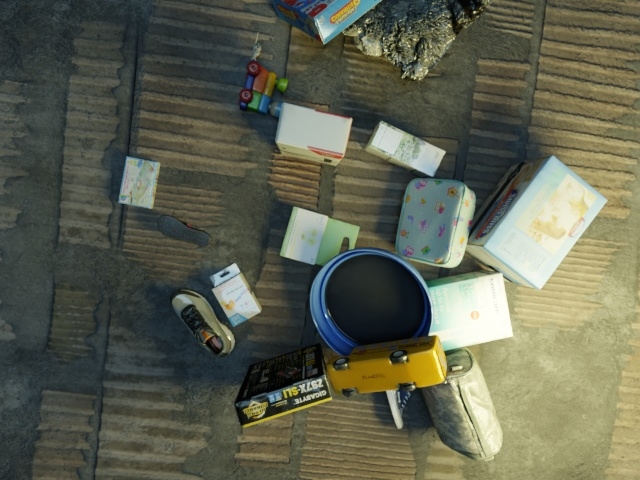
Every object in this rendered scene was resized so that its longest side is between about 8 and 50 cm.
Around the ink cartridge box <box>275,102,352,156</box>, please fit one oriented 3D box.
[{"bbox_3d":[-0.025,-0.312,1.231,0.197,0.273,0.114,12,95,-3],"label":"ink cartridge box"}]

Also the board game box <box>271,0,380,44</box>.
[{"bbox_3d":[0.042,-0.761,1.219,0.308,0.086,0.302,-39,51,-1],"label":"board game box"}]

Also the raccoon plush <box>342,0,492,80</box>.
[{"bbox_3d":[0.271,-0.696,1.185,0.299,0.446,0.216,29,47,-17],"label":"raccoon plush"}]

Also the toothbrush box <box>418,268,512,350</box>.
[{"bbox_3d":[0.456,0.232,1.350,0.296,0.126,0.216,-10,93,-4],"label":"toothbrush box"}]

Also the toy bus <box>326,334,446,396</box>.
[{"bbox_3d":[0.191,0.371,1.202,0.333,0.130,0.108,-15,99,23],"label":"toy bus"}]

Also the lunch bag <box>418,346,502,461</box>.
[{"bbox_3d":[0.442,0.501,1.293,0.213,0.256,0.304,-21,93,-2],"label":"lunch bag"}]

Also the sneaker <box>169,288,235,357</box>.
[{"bbox_3d":[-0.385,0.268,1.316,0.100,0.108,0.271,-42,92,1],"label":"sneaker"}]

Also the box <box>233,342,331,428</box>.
[{"bbox_3d":[-0.106,0.424,1.229,0.257,0.322,0.079,-16,92,-3],"label":"box"}]

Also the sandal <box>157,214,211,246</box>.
[{"bbox_3d":[-0.451,-0.029,1.339,0.179,0.040,0.067,25,96,-18],"label":"sandal"}]

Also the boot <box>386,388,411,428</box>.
[{"bbox_3d":[0.274,0.539,1.378,0.086,0.069,0.189,-16,91,1],"label":"boot"}]

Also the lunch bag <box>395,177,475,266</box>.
[{"bbox_3d":[0.360,-0.063,1.298,0.108,0.224,0.278,13,89,-46],"label":"lunch bag"}]

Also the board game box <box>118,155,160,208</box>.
[{"bbox_3d":[-0.593,-0.189,1.327,0.104,0.026,0.154,11,92,-3],"label":"board game box"}]

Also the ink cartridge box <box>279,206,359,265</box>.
[{"bbox_3d":[0.000,0.000,1.353,0.235,0.056,0.171,16,91,-1],"label":"ink cartridge box"}]

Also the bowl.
[{"bbox_3d":[0.159,0.207,1.286,0.392,0.077,0.390,5,105,20],"label":"bowl"}]

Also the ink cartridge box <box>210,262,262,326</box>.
[{"bbox_3d":[-0.285,0.178,1.339,0.104,0.061,0.181,-30,93,-2],"label":"ink cartridge box"}]

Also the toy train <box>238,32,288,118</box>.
[{"bbox_3d":[-0.167,-0.526,1.305,0.144,0.105,0.247,16,91,-14],"label":"toy train"}]

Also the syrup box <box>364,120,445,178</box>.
[{"bbox_3d":[0.276,-0.295,1.333,0.237,0.096,0.093,24,93,-4],"label":"syrup box"}]

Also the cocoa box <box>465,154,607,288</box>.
[{"bbox_3d":[0.658,-0.057,1.296,0.231,0.228,0.347,37,90,-4],"label":"cocoa box"}]
